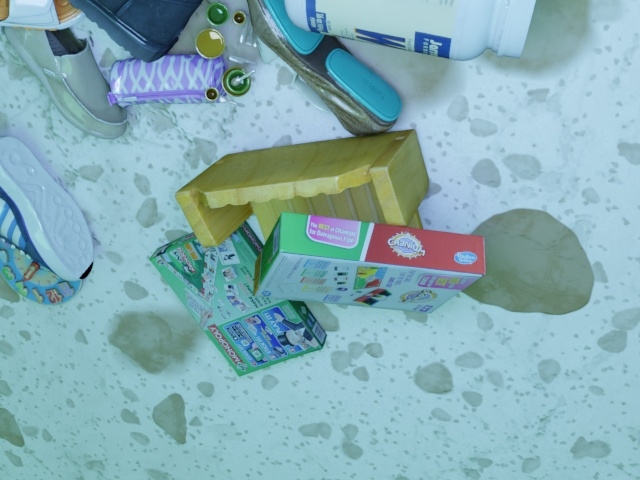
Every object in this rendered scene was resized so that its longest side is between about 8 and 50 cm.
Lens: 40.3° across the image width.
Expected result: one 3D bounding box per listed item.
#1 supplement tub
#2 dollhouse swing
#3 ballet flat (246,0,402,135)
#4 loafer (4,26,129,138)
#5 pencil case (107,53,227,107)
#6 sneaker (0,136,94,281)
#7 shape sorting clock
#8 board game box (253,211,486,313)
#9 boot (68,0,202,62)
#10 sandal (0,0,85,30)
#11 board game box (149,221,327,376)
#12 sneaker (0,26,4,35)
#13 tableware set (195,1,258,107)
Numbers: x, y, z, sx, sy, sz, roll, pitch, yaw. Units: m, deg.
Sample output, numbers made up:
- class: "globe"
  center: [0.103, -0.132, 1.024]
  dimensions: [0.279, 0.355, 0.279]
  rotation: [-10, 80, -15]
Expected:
- class: "supplement tub"
  center: [0.132, -0.375, 1.177]
  dimensions: [0.324, 0.235, 0.236]
  rotation: [13, 125, 9]
- class: "dollhouse swing"
  center: [0.000, 0.000, 1.453]
  dimensions: [0.346, 0.315, 0.305]
  rotation: [-5, 110, 19]
- class: "ballet flat"
  center: [-0.019, -0.289, 1.374]
  dimensions: [0.342, 0.116, 0.124]
  rotation: [43, 143, -18]
- class: "loafer"
  center: [-0.422, -0.289, 1.485]
  dimensions: [0.092, 0.102, 0.268]
  rotation: [-29, 110, 37]
- class: "pencil case"
  center: [-0.255, -0.266, 1.458]
  dimensions: [0.206, 0.088, 0.086]
  rotation: [-2, 130, 17]
- class: "sneaker"
  center: [-0.610, -0.042, 1.695]
  dimensions: [0.236, 0.130, 0.323]
  rotation: [-14, 118, 29]
- class: "shape sorting clock"
  center: [-0.583, 0.047, 1.795]
  dimensions: [0.206, 0.040, 0.206]
  rotation: [8, 124, 11]
- class: "board game box"
  center: [0.068, 0.043, 1.385]
  dimensions: [0.316, 0.064, 0.242]
  rotation: [7, 159, -12]
- class: "boot"
  center: [-0.249, -0.520, 1.247]
  dimensions: [0.367, 0.146, 0.445]
  rotation: [35, 130, -20]
- class: "sandal"
  center: [-0.498, -0.391, 1.392]
  dimensions: [0.265, 0.076, 0.102]
  rotation: [-6, 83, -6]
- class: "board game box"
  center: [-0.159, 0.113, 1.707]
  dimensions: [0.213, 0.046, 0.317]
  rotation: [-21, 114, 29]
- class: "sneaker"
  center: [-0.570, -0.424, 1.465]
  dimensions: [0.084, 0.058, 0.152]
  rotation: [7, 120, 5]
- class: "tableware set"
  center: [-0.150, -0.294, 1.383]
  dimensions: [0.104, 0.024, 0.154]
  rotation: [13, 92, -16]
